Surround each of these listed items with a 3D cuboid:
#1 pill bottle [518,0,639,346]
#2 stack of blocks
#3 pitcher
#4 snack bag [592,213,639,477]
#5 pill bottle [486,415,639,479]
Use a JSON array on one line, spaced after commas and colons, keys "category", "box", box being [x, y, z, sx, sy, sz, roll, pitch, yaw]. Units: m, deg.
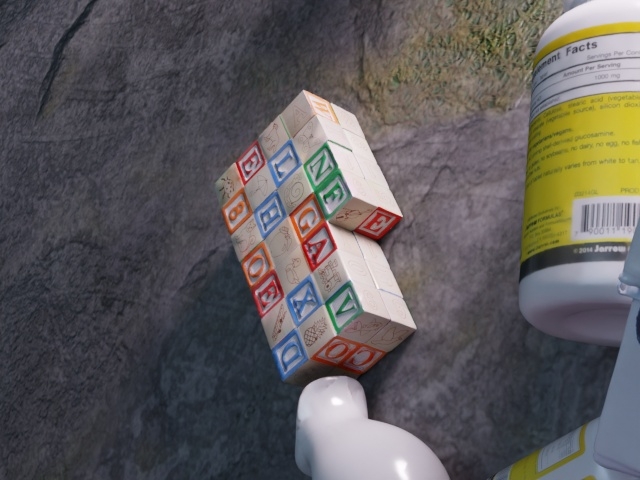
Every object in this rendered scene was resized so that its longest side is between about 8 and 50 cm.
[{"category": "pill bottle", "box": [0.272, -0.087, 1.099, 0.188, 0.188, 0.334, -10, 67, 44]}, {"category": "stack of blocks", "box": [0.000, 0.000, 1.421, 0.171, 0.087, 0.297, -43, 47, 25]}, {"category": "pitcher", "box": [0.042, 0.256, 1.266, 0.207, 0.125, 0.178, 41, 125, 57]}, {"category": "snack bag", "box": [0.358, 0.072, 0.882, 0.323, 0.037, 0.343, 21, 114, 24]}, {"category": "pill bottle", "box": [0.231, 0.211, 1.083, 0.184, 0.103, 0.103, -36, 51, 31]}]
